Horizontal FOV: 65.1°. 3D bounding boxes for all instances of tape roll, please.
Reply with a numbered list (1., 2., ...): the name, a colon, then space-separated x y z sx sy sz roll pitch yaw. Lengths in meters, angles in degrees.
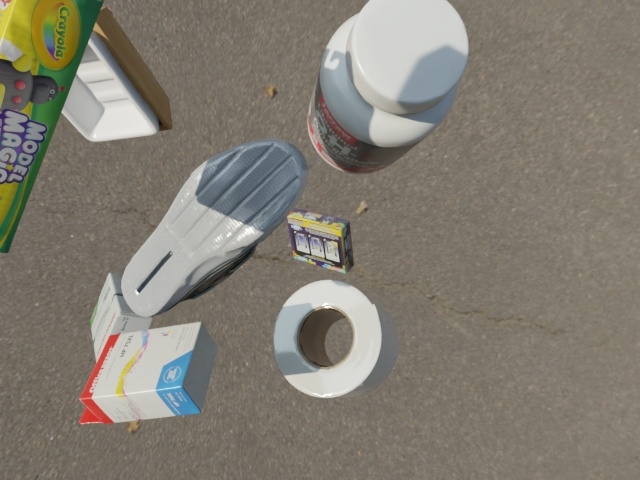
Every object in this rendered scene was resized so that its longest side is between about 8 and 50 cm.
1. tape roll: 0.038 0.223 1.117 0.246 0.169 0.246 -6 72 19

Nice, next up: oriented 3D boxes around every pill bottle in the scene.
1. pill bottle: 0.080 -0.202 0.688 0.176 0.318 0.176 0 87 -6

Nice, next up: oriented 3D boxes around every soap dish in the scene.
1. soap dish: -0.484 -0.354 1.089 0.228 0.291 0.118 -2 56 19

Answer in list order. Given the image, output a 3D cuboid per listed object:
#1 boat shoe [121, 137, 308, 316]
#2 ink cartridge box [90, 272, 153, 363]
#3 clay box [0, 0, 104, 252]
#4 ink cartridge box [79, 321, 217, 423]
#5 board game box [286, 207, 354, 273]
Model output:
1. boat shoe: -0.139 -0.019 0.686 0.335 0.119 0.121 -36 83 24
2. ink cartridge box: -0.501 0.198 1.254 0.086 0.208 0.153 19 103 -34
3. clay box: -0.229 -0.118 0.368 0.053 0.127 0.222 18 103 -46
4. ink cartridge box: -0.305 0.226 0.853 0.231 0.134 0.078 -10 129 12
5. board game box: 0.000 0.000 1.305 0.048 0.170 0.141 -43 138 -42
